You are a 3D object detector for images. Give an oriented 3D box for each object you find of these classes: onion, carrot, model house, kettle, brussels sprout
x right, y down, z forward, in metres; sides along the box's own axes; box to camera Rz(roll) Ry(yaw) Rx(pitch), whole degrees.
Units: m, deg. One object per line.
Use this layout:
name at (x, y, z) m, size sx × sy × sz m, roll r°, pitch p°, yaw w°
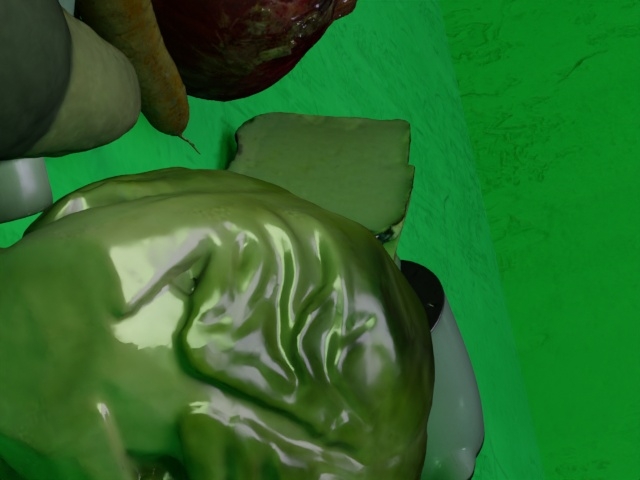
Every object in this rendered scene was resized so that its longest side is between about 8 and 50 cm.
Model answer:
onion at (-0.079, -0.260, 1.639) m, size 0.276 × 0.276 × 0.276 m, roll -15°, pitch 90°, yaw -75°
carrot at (-0.151, -0.178, 1.384) m, size 0.078 × 0.078 × 0.298 m, roll -85°, pitch 157°, yaw -54°
model house at (0.000, 0.000, 1.878) m, size 0.214 × 0.195 × 0.189 m, roll -86°, pitch 175°, yaw -52°
kettle at (0.081, 0.145, 2.039) m, size 0.221 × 0.161 × 0.236 m, roll 44°, pitch -15°, yaw 49°
brussels sprout at (-0.086, 0.094, 1.212) m, size 0.355 × 0.281 × 0.289 m, roll 23°, pitch 79°, yaw -53°

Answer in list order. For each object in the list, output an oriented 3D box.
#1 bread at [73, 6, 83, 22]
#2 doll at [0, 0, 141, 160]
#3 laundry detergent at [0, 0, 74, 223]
bread at (-0.213, -0.139, 1.377) m, size 0.130 × 0.071 × 0.139 m, roll 61°, pitch 19°, yaw -55°
doll at (-0.161, -0.222, 1.034) m, size 0.382 × 0.252 × 0.378 m, roll 20°, pitch 91°, yaw -55°
laundry detergent at (-0.241, -0.210, 1.184) m, size 0.264 × 0.125 × 0.397 m, roll -27°, pitch 106°, yaw -58°
